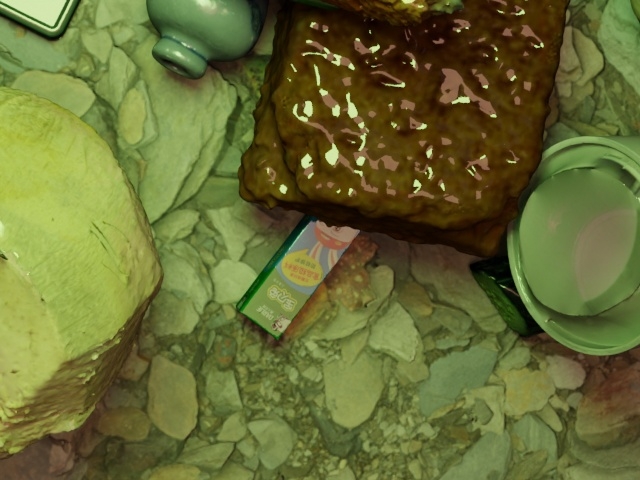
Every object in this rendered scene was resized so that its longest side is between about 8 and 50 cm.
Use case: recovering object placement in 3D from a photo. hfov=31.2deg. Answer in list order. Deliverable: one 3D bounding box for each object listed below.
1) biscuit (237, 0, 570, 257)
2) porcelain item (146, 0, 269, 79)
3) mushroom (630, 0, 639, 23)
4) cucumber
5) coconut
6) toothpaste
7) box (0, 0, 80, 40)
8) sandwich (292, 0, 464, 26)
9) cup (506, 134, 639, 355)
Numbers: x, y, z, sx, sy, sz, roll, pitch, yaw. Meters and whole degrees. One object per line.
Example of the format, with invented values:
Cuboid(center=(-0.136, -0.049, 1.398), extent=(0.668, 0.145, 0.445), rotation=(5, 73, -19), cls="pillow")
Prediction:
Cuboid(center=(0.108, -0.201, 1.365), extent=(0.343, 0.166, 0.395), rotation=(13, 80, -13), cls="biscuit")
Cuboid(center=(-0.114, -0.316, 1.353), extent=(0.141, 0.141, 0.259), rotation=(27, 82, -15), cls="porcelain item")
Cuboid(center=(0.543, -0.393, 1.443), extent=(0.314, 0.314, 0.336), rotation=(-3, 76, -13), cls="mushroom")
Cuboid(center=(0.306, 0.068, 1.522), extent=(0.193, 0.086, 0.115), rotation=(-11, 95, -19), cls="cucumber")
Cuboid(center=(-0.364, 0.020, 1.230), extent=(0.405, 0.404, 0.404), rotation=(-1, 97, -13), cls="coconut")
Cuboid(center=(0.000, 0.000, 1.453), extent=(0.065, 0.050, 0.266), rotation=(38, 87, -13), cls="toothpaste")
Cuboid(center=(-0.345, -0.298, 1.348), extent=(0.126, 0.031, 0.091), rotation=(27, 90, -16), cls="box")
Cuboid(center=(0.021, -0.310, 1.203), extent=(0.301, 0.162, 0.250), rotation=(36, 46, 21), cls="sandwich")
Cuboid(center=(0.433, -0.005, 1.409), extent=(0.372, 0.253, 0.253), rotation=(-5, 98, -36), cls="cup")
